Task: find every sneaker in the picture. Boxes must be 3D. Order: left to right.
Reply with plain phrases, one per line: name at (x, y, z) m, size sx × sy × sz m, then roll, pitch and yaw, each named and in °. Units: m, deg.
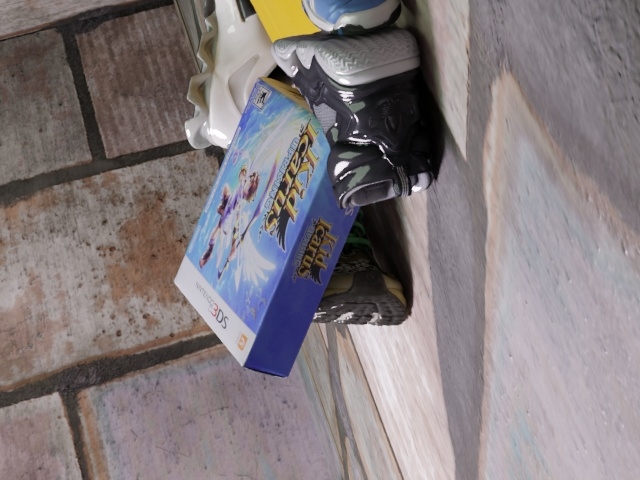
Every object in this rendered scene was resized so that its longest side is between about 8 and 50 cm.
sneaker at (-0.071, -0.273, 1.661) m, size 0.122 × 0.146 × 0.330 m, roll 9°, pitch -93°, yaw -70°
sneaker at (0.000, 0.000, 1.567) m, size 0.410 × 0.158 × 0.182 m, roll -159°, pitch 70°, yaw -76°
sneaker at (0.010, -0.249, 1.104) m, size 0.081 × 0.080 × 0.211 m, roll 78°, pitch 172°, yaw -48°
sneaker at (0.027, -0.111, 1.169) m, size 0.268 × 0.101 × 0.153 m, roll -139°, pitch 37°, yaw -73°

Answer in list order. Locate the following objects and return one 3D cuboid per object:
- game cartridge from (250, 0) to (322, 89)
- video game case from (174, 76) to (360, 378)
game cartridge at (-0.061, -0.336, 1.438) m, size 0.323 × 0.053 × 0.285 m, roll 62°, pitch 172°, yaw 5°
video game case at (-0.054, -0.023, 1.443) m, size 0.244 × 0.061 × 0.269 m, roll 40°, pitch 110°, yaw 58°
